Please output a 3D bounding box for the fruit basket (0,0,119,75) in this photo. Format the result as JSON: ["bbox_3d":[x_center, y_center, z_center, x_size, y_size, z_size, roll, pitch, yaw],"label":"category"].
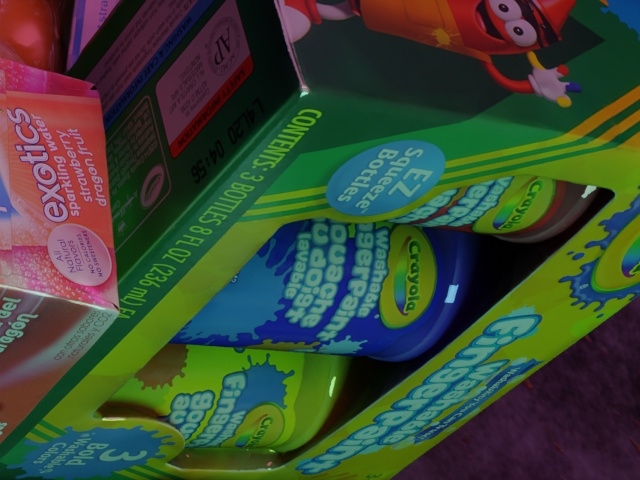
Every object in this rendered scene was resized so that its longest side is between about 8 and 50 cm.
[{"bbox_3d":[-0.230,-0.182,1.087,0.353,0.165,0.327,7,95,-21],"label":"fruit basket"}]

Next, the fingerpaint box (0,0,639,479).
[{"bbox_3d":[0.000,0.000,1.043,0.371,0.445,0.163,7,55,-37],"label":"fingerpaint box"}]

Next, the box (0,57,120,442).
[{"bbox_3d":[-0.244,0.039,0.915,0.142,0.300,0.154,15,50,-31],"label":"box"}]
